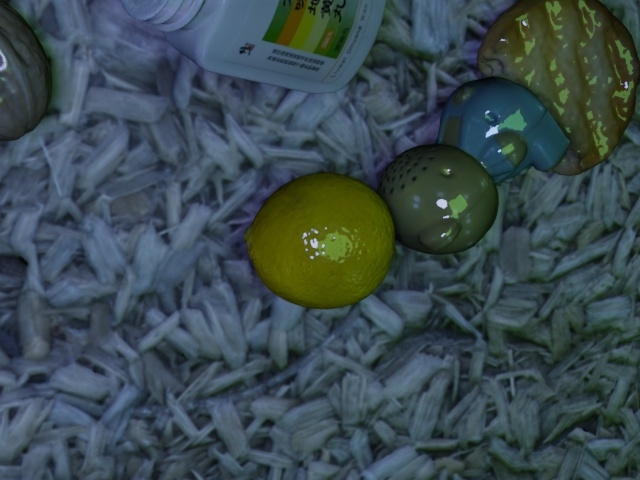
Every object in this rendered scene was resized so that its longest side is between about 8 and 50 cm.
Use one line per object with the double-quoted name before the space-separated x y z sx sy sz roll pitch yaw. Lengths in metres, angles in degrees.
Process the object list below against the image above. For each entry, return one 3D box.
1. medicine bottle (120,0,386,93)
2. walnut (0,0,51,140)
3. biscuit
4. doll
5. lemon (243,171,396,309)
"medicine bottle" -0.075 -0.280 1.149 0.324 0.124 0.179 5 118 -46
"walnut" -0.372 -0.189 1.085 0.140 0.140 0.162 -30 121 -17
"biscuit" 0.359 -0.241 1.435 0.213 0.091 0.274 -41 111 -11
"doll" 0.190 -0.093 1.336 0.260 0.177 0.161 -50 119 -12
"lemon" 0.000 0.000 1.265 0.203 0.178 0.178 6 96 -15
